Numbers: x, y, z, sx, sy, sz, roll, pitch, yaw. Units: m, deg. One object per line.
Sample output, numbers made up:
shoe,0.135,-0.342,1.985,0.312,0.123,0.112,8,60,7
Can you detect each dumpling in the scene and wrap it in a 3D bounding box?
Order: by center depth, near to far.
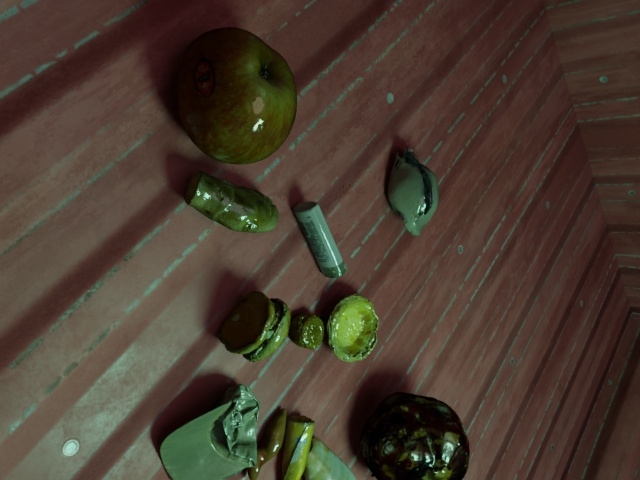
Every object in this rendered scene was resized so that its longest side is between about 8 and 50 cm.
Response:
dumpling,0.322,-0.160,1.862,0.205,0.163,0.292,5,77,-40

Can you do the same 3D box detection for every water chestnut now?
water chestnut,0.286,0.614,1.803,0.347,0.335,0.335,-89,158,-63

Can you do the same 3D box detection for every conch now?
conch,0.035,0.700,1.661,0.158,0.127,0.255,-42,119,-33

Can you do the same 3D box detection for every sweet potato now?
sweet potato,-0.136,0.544,1.535,0.055,0.058,0.202,50,58,-31

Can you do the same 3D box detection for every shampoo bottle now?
shampoo bottle,0.000,0.000,1.608,0.056,0.086,0.227,-41,118,-33

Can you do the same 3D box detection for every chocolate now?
chocolate,-0.068,0.601,1.593,0.086,0.086,0.219,10,88,-44

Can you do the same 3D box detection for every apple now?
apple,-0.178,-0.330,1.304,0.278,0.250,0.309,-23,106,-40

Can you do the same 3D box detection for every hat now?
hat,-0.262,0.464,1.407,0.245,0.149,0.214,-11,113,-7

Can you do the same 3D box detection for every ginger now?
ginger,-0.207,-0.084,1.388,0.263,0.109,0.116,23,79,-41

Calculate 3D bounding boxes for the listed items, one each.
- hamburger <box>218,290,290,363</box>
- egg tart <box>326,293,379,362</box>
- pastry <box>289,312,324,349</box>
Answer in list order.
hamburger,-0.157,0.222,1.423,0.113,0.177,0.185,41,38,-45
egg tart,0.085,0.258,1.706,0.213,0.090,0.212,-1,91,-44
pastry,-0.038,0.254,1.613,0.097,0.057,0.109,-57,130,-32
